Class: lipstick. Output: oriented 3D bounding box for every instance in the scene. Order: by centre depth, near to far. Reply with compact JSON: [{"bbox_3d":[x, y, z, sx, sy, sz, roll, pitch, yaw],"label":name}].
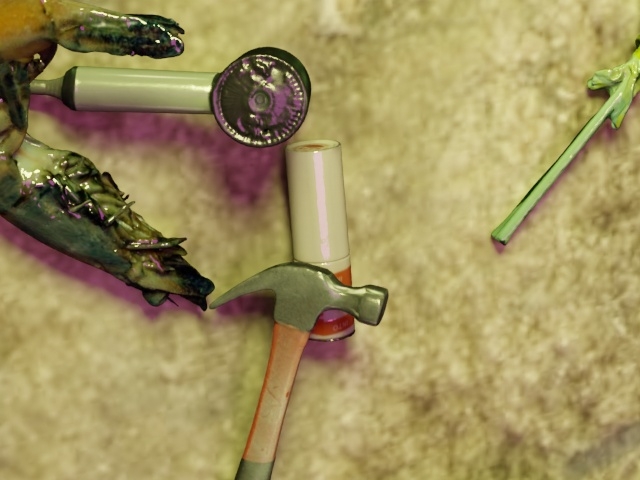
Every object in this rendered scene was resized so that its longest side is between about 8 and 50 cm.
[{"bbox_3d":[0.000,0.000,1.047,0.038,0.038,0.130,-9,106,-18],"label":"lipstick"}]

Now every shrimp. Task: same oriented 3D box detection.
[{"bbox_3d":[-0.119,-0.049,0.935,0.262,0.198,0.051,40,43,-27],"label":"shrimp"}]

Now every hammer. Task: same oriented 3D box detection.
[{"bbox_3d":[-0.042,0.149,1.052,0.111,0.033,0.287,17,105,10],"label":"hammer"}]

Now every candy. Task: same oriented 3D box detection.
[{"bbox_3d":[0.205,-0.101,1.093,0.077,0.073,0.262,39,95,-5],"label":"candy"}]

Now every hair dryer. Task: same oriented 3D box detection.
[{"bbox_3d":[-0.104,-0.094,0.974,0.198,0.100,0.057,3,99,-1],"label":"hair dryer"}]
